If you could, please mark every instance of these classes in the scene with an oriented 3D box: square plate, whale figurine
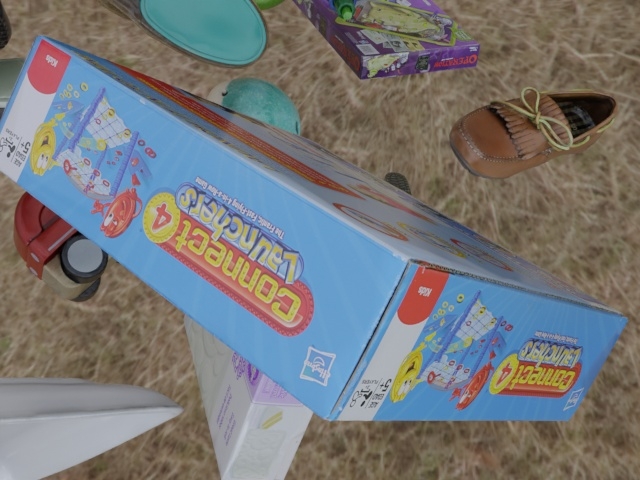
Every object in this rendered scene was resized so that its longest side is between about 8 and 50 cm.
[{"bbox_3d":[-0.353,0.175,0.886,0.344,0.347,0.049,-29,63,44],"label":"square plate"},{"bbox_3d":[-0.083,-0.131,1.615,0.141,0.216,0.272,-7,134,20],"label":"whale figurine"}]

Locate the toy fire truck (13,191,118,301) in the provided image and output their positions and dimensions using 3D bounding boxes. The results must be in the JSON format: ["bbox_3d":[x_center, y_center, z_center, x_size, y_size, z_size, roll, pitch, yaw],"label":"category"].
[{"bbox_3d":[-0.322,-0.080,1.322,0.246,0.158,0.217,44,65,1],"label":"toy fire truck"}]

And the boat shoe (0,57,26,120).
[{"bbox_3d":[-0.364,-0.159,1.145,0.081,0.227,0.069,-39,127,-27],"label":"boat shoe"}]

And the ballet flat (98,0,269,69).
[{"bbox_3d":[-0.221,-0.305,1.199,0.342,0.124,0.116,21,94,-25],"label":"ballet flat"}]

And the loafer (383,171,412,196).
[{"bbox_3d":[0.126,-0.039,1.645,0.056,0.148,0.050,5,147,-15],"label":"loafer"}]

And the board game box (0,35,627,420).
[{"bbox_3d":[0.000,0.000,0.661,0.308,0.302,0.086,32,101,35],"label":"board game box"}]

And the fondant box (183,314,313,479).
[{"bbox_3d":[-0.096,0.133,1.438,0.096,0.330,0.238,6,125,-24],"label":"fondant box"}]

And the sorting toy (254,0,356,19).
[{"bbox_3d":[-0.109,-0.372,1.502,0.365,0.126,0.127,5,130,-17],"label":"sorting toy"}]

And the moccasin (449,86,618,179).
[{"bbox_3d":[0.370,-0.192,1.747,0.147,0.380,0.139,-45,61,48],"label":"moccasin"}]

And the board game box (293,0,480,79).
[{"bbox_3d":[0.093,-0.375,1.714,0.208,0.347,0.056,-13,130,-17],"label":"board game box"}]

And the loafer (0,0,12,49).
[{"bbox_3d":[-0.418,-0.314,1.100,0.133,0.366,0.130,-21,81,-20],"label":"loafer"}]
